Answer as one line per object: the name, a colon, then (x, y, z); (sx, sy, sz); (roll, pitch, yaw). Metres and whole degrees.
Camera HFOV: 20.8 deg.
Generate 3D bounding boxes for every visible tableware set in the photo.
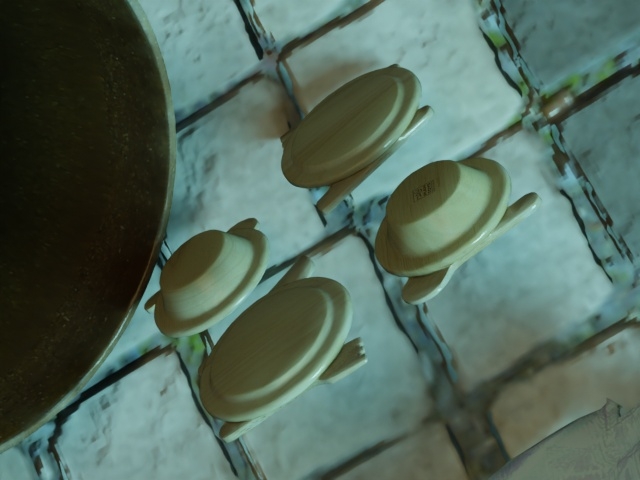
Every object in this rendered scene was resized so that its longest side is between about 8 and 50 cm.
tableware set: (0.000, 0.000, 0.641); (0.141, 0.020, 0.169); (-40, 30, -1)

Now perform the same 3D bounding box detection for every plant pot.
plant pot: (-0.213, -0.043, 0.693); (0.230, 0.215, 0.215); (20, 83, 41)

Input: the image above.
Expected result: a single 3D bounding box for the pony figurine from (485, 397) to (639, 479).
pony figurine: (-0.002, 0.209, 0.522); (0.351, 0.303, 0.363); (-31, 82, 20)
